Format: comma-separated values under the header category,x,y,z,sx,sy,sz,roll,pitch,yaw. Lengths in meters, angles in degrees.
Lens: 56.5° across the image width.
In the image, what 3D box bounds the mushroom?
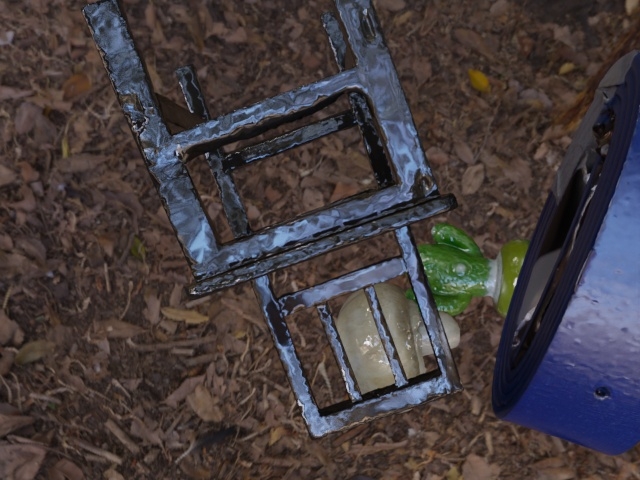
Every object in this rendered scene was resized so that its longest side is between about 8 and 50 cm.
category,x,y,z,sx,sy,sz,roll,pitch,yaw
mushroom,0.154,0.201,1.157,0.234,0.260,0.254,-10,83,6

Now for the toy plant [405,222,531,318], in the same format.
category,x,y,z,sx,sy,sz,roll,pitch,yaw
toy plant,0.344,0.073,1.342,0.316,0.184,0.224,6,73,7

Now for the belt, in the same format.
category,x,y,z,sx,sy,sz,roll,pitch,yaw
belt,0.262,0.019,0.531,0.117,0.347,0.212,17,20,9

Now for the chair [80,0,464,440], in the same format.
category,x,y,z,sx,sy,sz,roll,pitch,yaw
chair,0.000,0.000,0.517,0.203,0.240,0.416,-20,93,1
